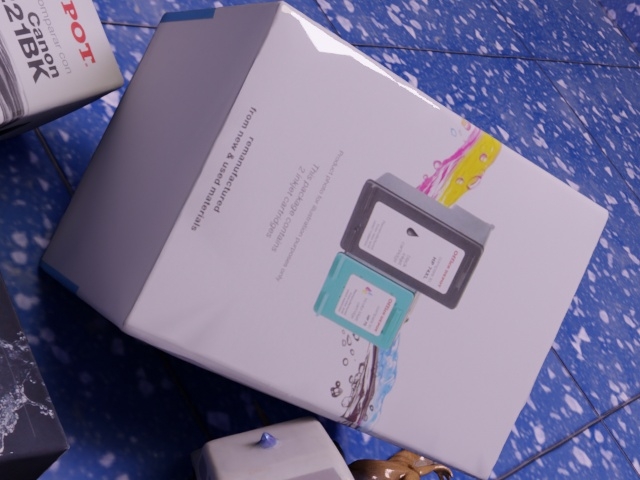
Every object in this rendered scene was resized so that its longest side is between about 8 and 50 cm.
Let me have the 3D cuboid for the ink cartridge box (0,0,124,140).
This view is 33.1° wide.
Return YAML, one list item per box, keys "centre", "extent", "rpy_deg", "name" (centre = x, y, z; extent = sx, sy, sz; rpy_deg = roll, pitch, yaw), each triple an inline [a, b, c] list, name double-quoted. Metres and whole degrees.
- centre: [-0.266, -0.141, 0.633]
  extent: [0.273, 0.114, 0.197]
  rpy_deg: [-35, 106, -58]
  name: "ink cartridge box"

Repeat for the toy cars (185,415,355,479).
- centre: [-0.070, 0.169, 0.516]
  extent: [0.393, 0.176, 0.087]
  rpy_deg: [-36, 121, -58]
  name: "toy cars"

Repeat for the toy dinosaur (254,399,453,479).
- centre: [0.034, 0.176, 0.764]
  extent: [0.112, 0.064, 0.211]
  rpy_deg: [45, 18, 33]
  name: "toy dinosaur"

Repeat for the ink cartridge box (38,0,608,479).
- centre: [0.000, 0.000, 0.703]
  extent: [0.270, 0.197, 0.198]
  rpy_deg: [28, -4, -29]
  name: "ink cartridge box"

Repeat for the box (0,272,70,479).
- centre: [-0.233, 0.065, 0.524]
  extent: [0.158, 0.093, 0.156]
  rpy_deg: [1, 54, -50]
  name: "box"
